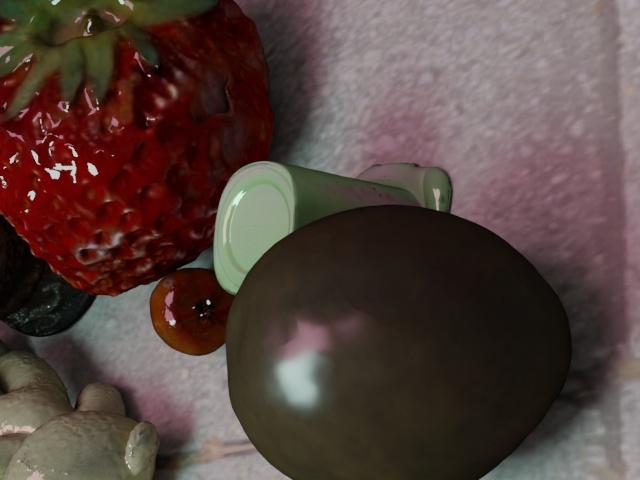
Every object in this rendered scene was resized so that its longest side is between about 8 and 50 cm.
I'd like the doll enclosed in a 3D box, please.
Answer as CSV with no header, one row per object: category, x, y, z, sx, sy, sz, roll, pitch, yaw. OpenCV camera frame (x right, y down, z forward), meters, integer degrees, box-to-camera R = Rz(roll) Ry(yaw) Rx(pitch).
doll,-0.260,0.195,1.833,0.175,0.149,0.278,-42,43,-9

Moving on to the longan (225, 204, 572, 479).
longan,0.057,0.083,1.392,0.248,0.248,0.248,-19,66,50

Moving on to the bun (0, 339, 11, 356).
bun,-0.414,0.191,1.971,0.160,0.259,0.259,-56,42,29

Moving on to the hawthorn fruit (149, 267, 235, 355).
hawthorn fruit,-0.118,0.065,1.745,0.093,0.081,0.081,166,111,-65

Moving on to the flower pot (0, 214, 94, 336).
flower pot,-0.366,-0.005,1.908,0.266,0.267,0.267,-4,84,43

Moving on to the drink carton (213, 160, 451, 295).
drink carton,0.000,0.000,1.548,0.144,0.142,0.146,0,83,54

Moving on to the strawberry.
strawberry,-0.164,-0.101,1.731,0.291,0.310,0.292,-14,55,21
